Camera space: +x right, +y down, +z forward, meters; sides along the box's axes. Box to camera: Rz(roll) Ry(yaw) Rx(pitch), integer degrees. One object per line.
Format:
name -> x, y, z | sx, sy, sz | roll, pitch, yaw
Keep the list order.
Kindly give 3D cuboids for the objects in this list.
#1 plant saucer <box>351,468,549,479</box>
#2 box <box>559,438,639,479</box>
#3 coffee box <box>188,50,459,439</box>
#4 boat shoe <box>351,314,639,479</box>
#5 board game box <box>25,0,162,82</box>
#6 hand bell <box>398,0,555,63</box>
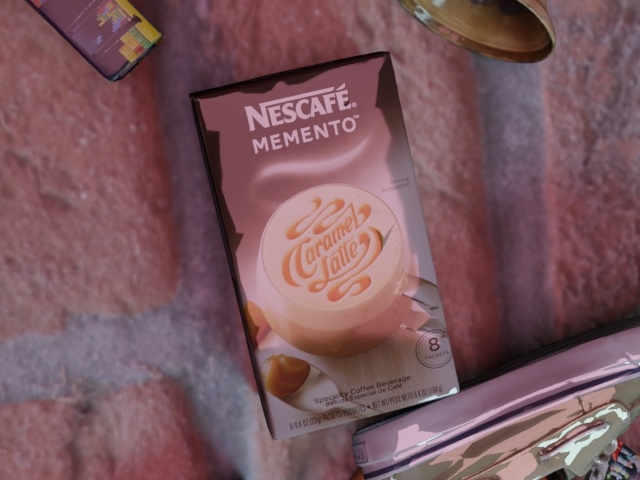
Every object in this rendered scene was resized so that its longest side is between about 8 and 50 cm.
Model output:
plant saucer -> 0.105, 0.251, 0.828 | 0.200, 0.037, 0.200 | 0, 91, -8
box -> 0.218, 0.229, 0.823 | 0.094, 0.027, 0.137 | 39, 70, -23
coffee box -> 0.000, 0.000, 0.754 | 0.141, 0.098, 0.246 | -14, 101, -6
boat shoe -> 0.175, 0.132, 0.786 | 0.302, 0.109, 0.094 | -21, 85, -2
board game box -> -0.179, -0.178, 0.679 | 0.048, 0.141, 0.170 | -45, 102, -1
hand bell -> 0.157, -0.263, 0.748 | 0.126, 0.126, 0.242 | 28, 81, -11
